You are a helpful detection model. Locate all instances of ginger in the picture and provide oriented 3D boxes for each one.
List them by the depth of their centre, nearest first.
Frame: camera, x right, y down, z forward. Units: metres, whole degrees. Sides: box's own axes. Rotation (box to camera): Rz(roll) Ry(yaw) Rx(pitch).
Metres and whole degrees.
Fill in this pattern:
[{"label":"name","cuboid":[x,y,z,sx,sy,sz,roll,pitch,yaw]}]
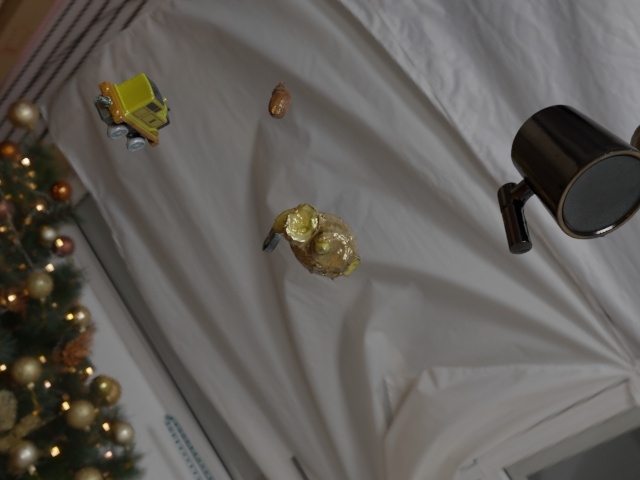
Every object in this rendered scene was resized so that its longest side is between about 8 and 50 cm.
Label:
[{"label":"ginger","cuboid":[0.000,0.000,1.303,0.102,0.157,0.216,-46,-173,-1]}]

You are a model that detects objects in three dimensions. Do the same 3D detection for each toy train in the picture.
[{"label":"toy train","cuboid":[-0.359,-0.252,1.545,0.127,0.089,0.219,-27,165,6]}]

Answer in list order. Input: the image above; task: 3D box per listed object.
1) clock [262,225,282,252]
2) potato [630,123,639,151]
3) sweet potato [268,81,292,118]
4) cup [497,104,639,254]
[{"label":"clock","cuboid":[-0.102,-0.011,1.746,0.085,0.017,0.085,-54,-165,22]},{"label":"potato","cuboid":[0.819,-0.238,1.794,0.159,0.174,0.251,15,153,-30]},{"label":"sweet potato","cuboid":[-0.095,-0.342,1.893,0.056,0.056,0.195,-36,-155,20]},{"label":"cup","cuboid":[0.380,-0.100,1.275,0.239,0.177,0.166,-31,132,4]}]
